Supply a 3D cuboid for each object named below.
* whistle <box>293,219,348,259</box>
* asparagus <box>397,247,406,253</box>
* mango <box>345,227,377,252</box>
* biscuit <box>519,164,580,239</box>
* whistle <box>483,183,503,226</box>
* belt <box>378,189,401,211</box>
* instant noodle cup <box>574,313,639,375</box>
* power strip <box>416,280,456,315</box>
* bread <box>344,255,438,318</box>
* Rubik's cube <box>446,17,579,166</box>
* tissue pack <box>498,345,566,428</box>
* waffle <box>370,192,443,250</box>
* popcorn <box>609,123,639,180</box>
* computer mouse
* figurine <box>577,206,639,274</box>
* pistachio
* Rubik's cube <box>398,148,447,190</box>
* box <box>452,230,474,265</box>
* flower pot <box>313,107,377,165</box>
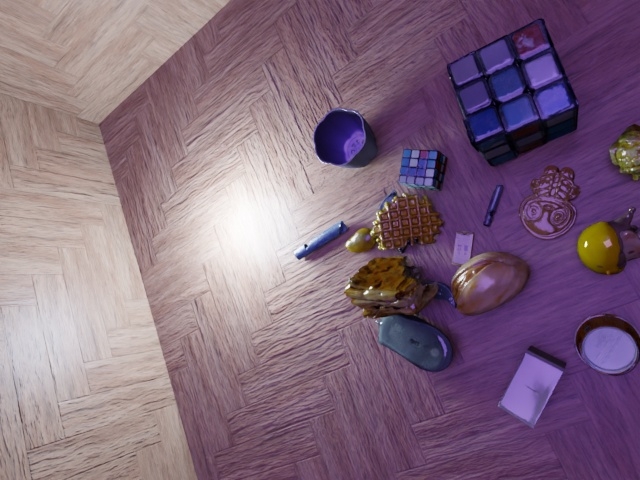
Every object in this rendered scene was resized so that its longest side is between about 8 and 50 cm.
[{"bbox_3d":[0.000,0.000,2.207,0.304,0.062,0.062,-33,71,23],"label":"whistle"},{"bbox_3d":[0.394,-0.018,2.003,0.165,0.030,0.036,-60,39,14],"label":"asparagus"},{"bbox_3d":[0.189,0.003,2.092,0.161,0.076,0.103,-27,78,29],"label":"mango"},{"bbox_3d":[0.886,-0.146,1.732,0.202,0.044,0.288,21,99,29],"label":"biscuit"},{"bbox_3d":[0.704,-0.143,1.837,0.033,0.033,0.176,19,96,29],"label":"whistle"},{"bbox_3d":[0.330,-0.118,2.017,0.147,0.082,0.163,44,102,12],"label":"belt"},{"bbox_3d":[0.994,0.367,1.554,0.216,0.172,0.215,-2,86,30],"label":"instant noodle cup"},{"bbox_3d":[0.491,0.239,1.921,0.216,0.044,0.137,-20,76,27],"label":"power strip"},{"bbox_3d":[0.313,0.205,1.874,0.370,0.314,0.191,1,115,41],"label":"bread"},{"bbox_3d":[0.719,-0.523,1.676,0.359,0.363,0.362,-25,73,28],"label":"Rubik's cube"},{"bbox_3d":[0.784,0.535,1.669,0.136,0.159,0.246,28,101,30],"label":"tissue pack"},{"bbox_3d":[0.375,-0.063,1.937,0.283,0.065,0.309,37,99,-2],"label":"waffle"},{"bbox_3d":[1.108,-0.315,1.542,0.167,0.185,0.187,45,99,6],"label":"popcorn"},{"bbox_3d":[0.400,0.416,1.915,0.371,0.122,0.188,23,101,36],"label":"computer mouse"},{"bbox_3d":[1.064,-0.001,1.531,0.344,0.215,0.187,-21,45,19],"label":"figurine"},{"bbox_3d":[0.653,0.166,1.747,0.309,0.230,0.229,-41,68,25],"label":"pistachio"},{"bbox_3d":[0.439,-0.301,1.929,0.154,0.155,0.151,11,94,30],"label":"Rubik's cube"},{"bbox_3d":[0.598,0.035,1.890,0.073,0.020,0.149,9,91,31],"label":"box"},{"bbox_3d":[0.138,-0.441,2.060,0.265,0.243,0.264,-4,82,31],"label":"flower pot"}]
